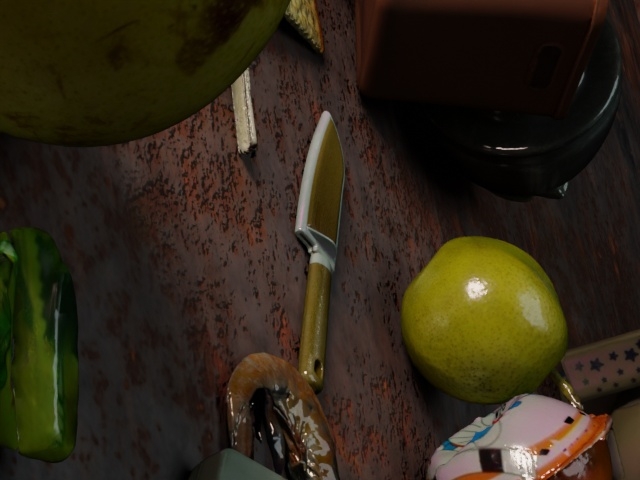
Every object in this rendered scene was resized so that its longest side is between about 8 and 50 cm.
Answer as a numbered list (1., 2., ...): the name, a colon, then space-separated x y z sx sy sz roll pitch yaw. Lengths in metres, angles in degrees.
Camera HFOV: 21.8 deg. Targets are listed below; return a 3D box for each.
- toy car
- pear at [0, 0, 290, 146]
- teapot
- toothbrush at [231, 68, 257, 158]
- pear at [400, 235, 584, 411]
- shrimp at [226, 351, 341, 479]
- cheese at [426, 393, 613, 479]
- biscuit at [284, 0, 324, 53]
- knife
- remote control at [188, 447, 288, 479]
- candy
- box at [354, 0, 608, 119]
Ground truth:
1. toy car: 0.444 0.284 2.100 0.226 0.242 0.336 25 50 -65
2. pear: -0.140 -0.195 1.037 0.283 0.283 0.283 49 32 -45
3. teapot: 0.205 -0.176 1.997 0.239 0.321 0.239 -51 157 -17
4. toothbrush: -0.080 -0.210 1.507 0.028 0.026 0.294 10 63 -45
5. pear: 0.186 0.096 1.683 0.216 0.166 0.180 34 -1 6
6. shrimp: -0.017 0.193 1.325 0.152 0.046 0.219 -7 76 -69
7. cheese: 0.165 0.240 1.540 0.129 0.217 0.329 56 39 3
8. biscuit: -0.044 -0.278 1.617 0.231 0.016 0.139 35 42 -69
9. knife: -0.001 -0.001 1.539 0.061 0.027 0.343 51 30 -35
10. remote control: 0.033 0.283 1.245 0.344 0.050 0.145 34 37 -32
11. candy: -0.221 0.039 0.930 0.246 0.069 0.149 35 47 -64
12. box: 0.159 -0.324 1.783 0.239 0.229 0.339 100 -9 -60
